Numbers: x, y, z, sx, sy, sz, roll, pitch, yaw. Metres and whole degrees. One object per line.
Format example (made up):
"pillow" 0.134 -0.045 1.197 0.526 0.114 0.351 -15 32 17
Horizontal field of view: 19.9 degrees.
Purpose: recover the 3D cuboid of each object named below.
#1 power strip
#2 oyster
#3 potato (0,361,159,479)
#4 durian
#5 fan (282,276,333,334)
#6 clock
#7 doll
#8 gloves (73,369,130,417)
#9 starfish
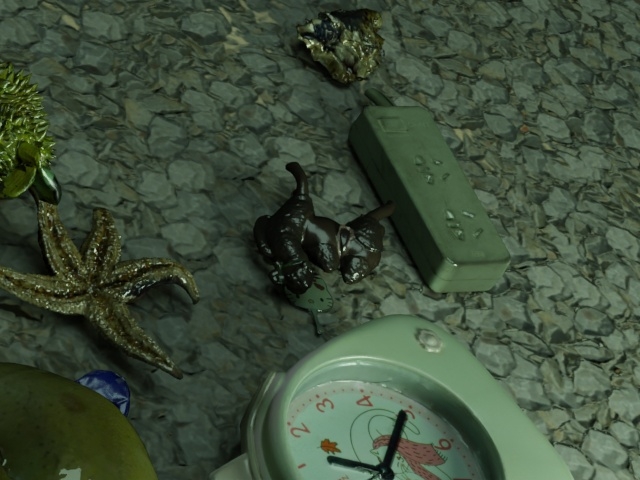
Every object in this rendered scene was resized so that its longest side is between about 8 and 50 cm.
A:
"power strip" 0.105 -0.067 1.980 0.093 0.053 0.288 -3 50 -33
"oyster" 0.033 -0.239 2.120 0.103 0.051 0.148 38 29 -1
"potato" -0.282 0.225 1.339 0.351 0.202 0.218 -25 75 -30
"durian" -0.328 -0.093 1.655 0.146 0.159 0.198 62 6 -27
"fan" -0.010 0.062 1.810 0.056 0.004 0.083 9 42 -25
"clock" 0.050 0.212 1.611 0.324 0.108 0.265 -18 60 -41
"doll" 0.000 0.000 1.844 0.139 0.057 0.165 24 41 -8
"gloves" -0.199 0.146 1.593 0.086 0.026 0.064 -24 65 -44
"starfish" -0.208 0.043 1.677 0.213 0.057 0.238 -9 58 -40
